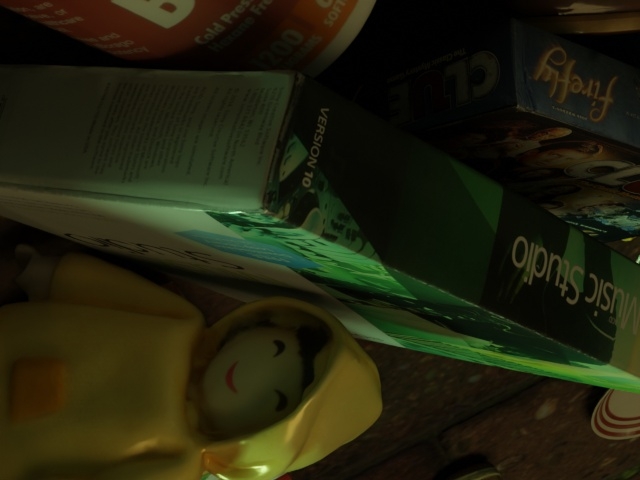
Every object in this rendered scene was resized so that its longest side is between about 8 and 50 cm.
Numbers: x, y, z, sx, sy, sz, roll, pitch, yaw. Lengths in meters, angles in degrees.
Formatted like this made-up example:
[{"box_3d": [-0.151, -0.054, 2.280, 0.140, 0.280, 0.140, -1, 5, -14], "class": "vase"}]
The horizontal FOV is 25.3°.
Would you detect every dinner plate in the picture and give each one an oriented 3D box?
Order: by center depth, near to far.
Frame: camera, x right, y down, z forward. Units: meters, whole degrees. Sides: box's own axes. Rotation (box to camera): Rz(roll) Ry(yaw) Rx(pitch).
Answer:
[{"box_3d": [0.275, 0.111, 1.131, 0.141, 0.017, 0.141, -17, 143, -13], "class": "dinner plate"}]

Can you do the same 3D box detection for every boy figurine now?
[{"box_3d": [-0.115, 0.078, 0.655, 0.285, 0.177, 0.092, 2, 144, 6], "class": "boy figurine"}]

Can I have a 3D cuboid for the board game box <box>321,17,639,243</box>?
[{"box_3d": [0.113, -0.044, 0.735, 0.243, 0.042, 0.165, 12, 162, -42], "class": "board game box"}]

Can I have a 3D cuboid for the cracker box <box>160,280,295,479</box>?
[{"box_3d": [-0.113, 0.122, 0.822, 0.155, 0.067, 0.232, -26, 155, -1], "class": "cracker box"}]

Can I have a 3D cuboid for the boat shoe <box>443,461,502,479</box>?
[{"box_3d": [0.109, 0.256, 1.161, 0.068, 0.072, 0.190, -8, 141, -25], "class": "boat shoe"}]

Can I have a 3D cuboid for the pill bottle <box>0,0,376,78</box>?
[{"box_3d": [-0.082, -0.134, 0.491, 0.121, 0.121, 0.216, -44, 142, 23], "class": "pill bottle"}]

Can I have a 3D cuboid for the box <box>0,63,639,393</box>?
[{"box_3d": [0.000, 0.000, 0.649, 0.322, 0.232, 0.058, 22, 80, -48], "class": "box"}]

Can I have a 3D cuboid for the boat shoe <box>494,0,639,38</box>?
[{"box_3d": [0.174, -0.140, 0.705, 0.207, 0.073, 0.073, -11, 105, -26], "class": "boat shoe"}]

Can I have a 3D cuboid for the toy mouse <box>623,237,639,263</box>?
[{"box_3d": [0.242, -0.037, 0.905, 0.143, 0.031, 0.161, -14, 144, -17], "class": "toy mouse"}]

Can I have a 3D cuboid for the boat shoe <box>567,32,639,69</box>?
[{"box_3d": [0.184, -0.089, 0.771, 0.183, 0.066, 0.066, -8, 147, -21], "class": "boat shoe"}]
